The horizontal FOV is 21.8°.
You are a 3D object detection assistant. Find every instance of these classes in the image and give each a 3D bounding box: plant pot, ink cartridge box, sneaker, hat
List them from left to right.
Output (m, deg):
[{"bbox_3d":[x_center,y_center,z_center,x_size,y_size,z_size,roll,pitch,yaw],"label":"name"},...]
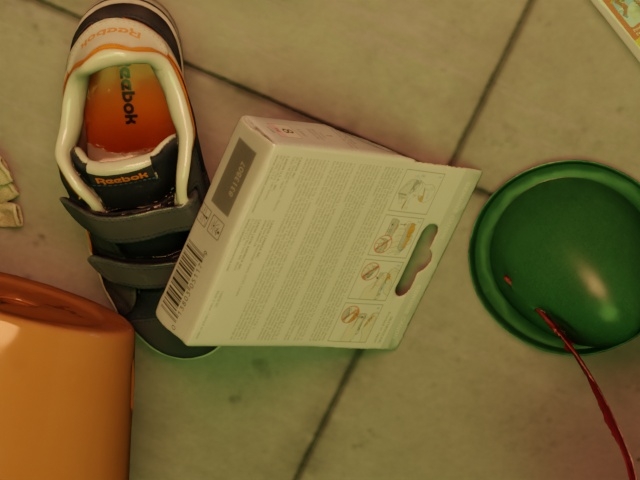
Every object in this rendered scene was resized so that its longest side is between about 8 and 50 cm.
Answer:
[{"bbox_3d":[-0.275,0.140,1.356,0.291,0.291,0.203,16,95,-3],"label":"plant pot"},{"bbox_3d":[-0.144,-0.030,1.347,0.126,0.127,0.321,-10,112,6],"label":"sneaker"},{"bbox_3d":[0.000,0.000,1.355,0.232,0.066,0.189,1,121,-45],"label":"ink cartridge box"},{"bbox_3d":[0.219,0.056,1.327,0.208,0.183,0.173,39,109,-12],"label":"hat"}]

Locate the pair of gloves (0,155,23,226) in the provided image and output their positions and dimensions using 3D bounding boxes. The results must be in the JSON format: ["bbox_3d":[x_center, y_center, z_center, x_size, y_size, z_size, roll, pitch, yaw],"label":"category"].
[{"bbox_3d":[-0.369,-0.073,1.370,0.204,0.042,0.240,-12,120,7],"label":"pair of gloves"}]

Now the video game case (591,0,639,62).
[{"bbox_3d":[0.328,-0.209,1.303,0.204,0.025,0.285,-37,106,16],"label":"video game case"}]
